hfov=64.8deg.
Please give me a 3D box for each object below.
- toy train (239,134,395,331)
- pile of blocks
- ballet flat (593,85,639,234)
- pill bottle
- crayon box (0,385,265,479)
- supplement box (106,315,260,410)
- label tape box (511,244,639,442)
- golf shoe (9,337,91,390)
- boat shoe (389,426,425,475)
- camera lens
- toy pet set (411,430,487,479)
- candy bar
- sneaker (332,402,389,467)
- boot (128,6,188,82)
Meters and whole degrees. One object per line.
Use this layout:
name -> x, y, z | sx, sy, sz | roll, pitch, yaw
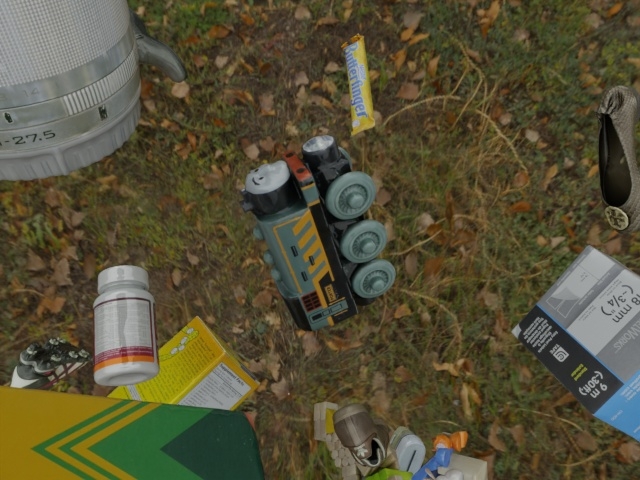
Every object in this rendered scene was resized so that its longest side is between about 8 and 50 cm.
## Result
toy train -> 0.000, 0.000, 0.805 | 0.190, 0.333, 0.142 | -25, 39, -7
pile of blocks -> 0.112, 0.470, 1.095 | 0.113, 0.362, 0.148 | 25, 102, -34
ballet flat -> 0.487, -0.126, 0.832 | 0.058, 0.084, 0.249 | -17, 108, -19
pill bottle -> -0.395, 0.171, 1.021 | 0.121, 0.121, 0.221 | -10, 64, -7
crayon box -> -0.216, 0.185, 0.365 | 0.202, 0.319, 0.081 | -30, 57, 20
supplement box -> -0.382, 0.421, 1.373 | 0.356, 0.194, 0.195 | -42, 43, -12
label tape box -> 0.563, 0.201, 0.930 | 0.240, 0.106, 0.333 | -56, 39, 17
golf shoe -> -0.680, 0.317, 1.261 | 0.105, 0.273, 0.120 | 31, 86, 5
boat shoe -> 0.205, 0.673, 1.421 | 0.109, 0.094, 0.302 | 24, 94, -15
camera lens -> -0.288, -0.219, 0.441 | 0.220, 0.274, 0.219 | 2, 48, -2
toy pet set -> 0.107, 0.227, 0.468 | 0.065, 0.114, 0.122 | -1, 92, 35
candy bar -> 0.052, -0.218, 0.704 | 0.018, 0.040, 0.161 | 18, 60, -44
sneaker -> 0.063, 0.290, 0.713 | 0.066, 0.188, 0.071 | -27, 53, 6
boot -> -0.482, -0.472, 1.319 | 0.246, 0.083, 0.161 | 43, 58, -29
